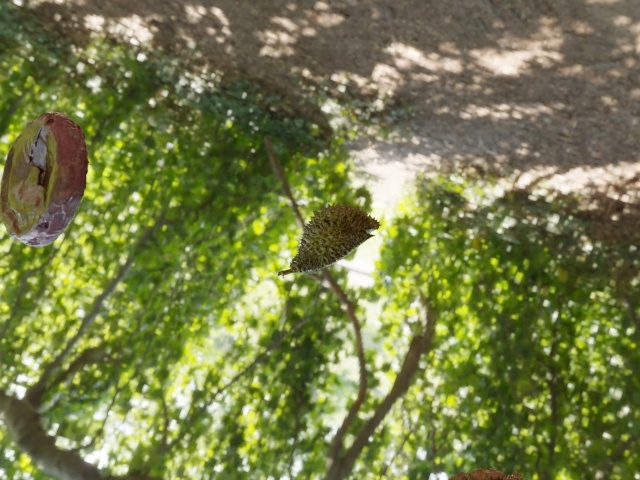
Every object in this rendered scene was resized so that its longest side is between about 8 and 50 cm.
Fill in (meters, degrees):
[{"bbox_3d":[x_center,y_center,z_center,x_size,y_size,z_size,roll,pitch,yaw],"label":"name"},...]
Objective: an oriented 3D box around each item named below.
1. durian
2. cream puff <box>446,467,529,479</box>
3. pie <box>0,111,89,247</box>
[{"bbox_3d":[0.000,0.000,1.398,0.102,0.208,0.146,57,164,-9],"label":"durian"},{"bbox_3d":[0.171,0.299,0.779,0.165,0.150,0.115,28,138,47],"label":"cream puff"},{"bbox_3d":[-0.364,-0.080,1.024,0.182,0.183,0.049,16,-179,44],"label":"pie"}]
